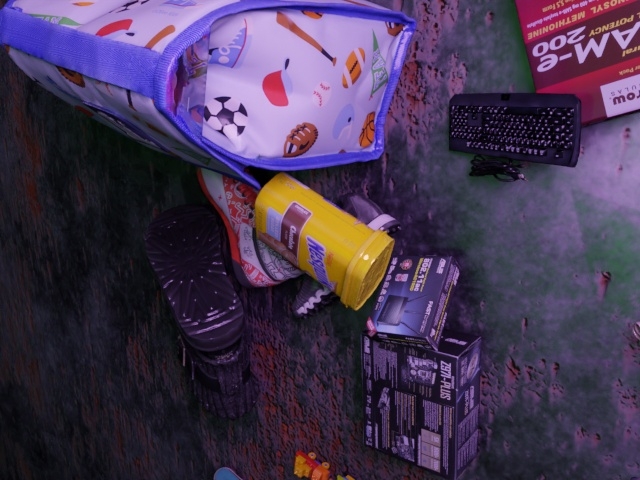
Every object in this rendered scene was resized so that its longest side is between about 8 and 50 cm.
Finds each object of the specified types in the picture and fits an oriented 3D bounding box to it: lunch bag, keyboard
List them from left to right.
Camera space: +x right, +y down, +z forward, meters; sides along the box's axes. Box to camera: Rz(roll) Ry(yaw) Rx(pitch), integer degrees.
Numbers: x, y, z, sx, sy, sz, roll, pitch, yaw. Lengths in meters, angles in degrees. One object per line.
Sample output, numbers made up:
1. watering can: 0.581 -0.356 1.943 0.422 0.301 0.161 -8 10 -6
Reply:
1. lunch bag: -0.132 -0.212 0.671 0.328 0.385 0.238 25 115 31
2. keyboard: 0.196 -0.110 0.602 0.192 0.038 0.100 -151 48 -63

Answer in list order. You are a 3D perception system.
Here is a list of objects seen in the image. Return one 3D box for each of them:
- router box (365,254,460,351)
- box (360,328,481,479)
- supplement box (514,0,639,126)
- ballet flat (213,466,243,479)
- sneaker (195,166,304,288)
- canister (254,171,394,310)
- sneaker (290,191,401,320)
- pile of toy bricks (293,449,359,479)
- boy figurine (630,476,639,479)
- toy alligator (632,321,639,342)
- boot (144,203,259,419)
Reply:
1. router box: 0.122 0.078 0.719 0.092 0.122 0.038 1 146 38
2. box: 0.138 0.213 0.762 0.147 0.078 0.180 7 106 38
3. supplement box: 0.269 -0.239 0.543 0.130 0.073 0.239 -12 95 40
4. ballet flat: -0.148 0.520 1.100 0.168 0.057 0.052 33 148 33
5. sneaker: -0.100 -0.059 0.880 0.145 0.090 0.270 -15 95 39
6. canister: 0.000 0.000 0.703 0.170 0.073 0.126 34 152 17
7. sneaker: 0.016 0.020 0.817 0.106 0.078 0.234 51 123 21
8. pile of toy bricks: 0.015 0.455 0.906 0.212 0.105 0.118 23 115 33
9. boy figurine: 0.452 0.253 0.493 0.285 0.092 0.177 -21 113 29
10. toy alligator: 0.380 0.170 0.576 0.051 0.056 0.189 -15 92 0
11. boot: -0.215 0.127 0.996 0.260 0.131 0.348 88 162 -47
